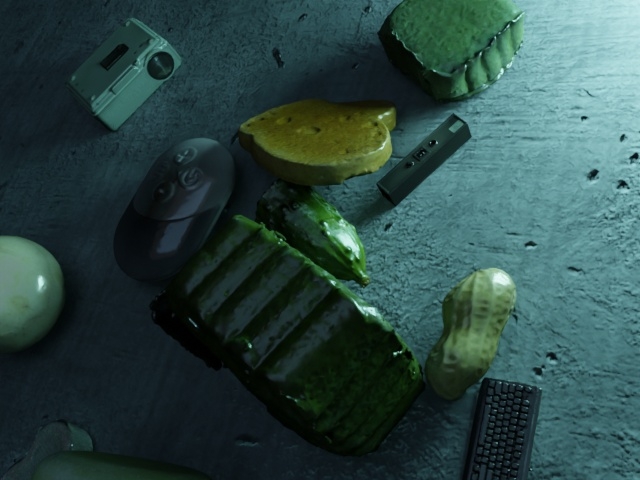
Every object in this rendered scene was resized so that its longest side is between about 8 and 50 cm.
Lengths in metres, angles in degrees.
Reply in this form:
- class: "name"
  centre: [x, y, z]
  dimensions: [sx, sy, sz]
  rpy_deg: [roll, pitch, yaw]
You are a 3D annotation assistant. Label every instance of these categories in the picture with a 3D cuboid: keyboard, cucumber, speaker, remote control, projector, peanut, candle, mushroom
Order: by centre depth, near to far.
- class: "keyboard"
  centre: [0.249, 0.308, 0.896]
  dimensions: [0.094, 0.025, 0.230]
  rpy_deg: [4, 65, 30]
- class: "peanut"
  centre: [0.223, 0.136, 0.960]
  dimensions: [0.099, 0.090, 0.214]
  rpy_deg: [28, 73, -10]
- class: "cucumber"
  centre: [-0.001, -0.002, 1.132]
  dimensions: [0.134, 0.134, 0.244]
  rpy_deg: [-46, 63, -4]
- class: "candle"
  centre: [-0.480, 0.429, 1.144]
  dimensions: [0.168, 0.068, 0.192]
  rpy_deg: [35, 83, 38]
- class: "speaker"
  centre: [0.187, -0.146, 1.163]
  dimensions: [0.191, 0.046, 0.040]
  rpy_deg: [-42, 55, -1]
- class: "remote control"
  centre: [-0.297, -0.068, 1.312]
  dimensions: [0.221, 0.103, 0.332]
  rpy_deg: [14, 72, 33]
- class: "mushroom"
  centre: [-0.658, 0.114, 1.336]
  dimensions: [0.246, 0.202, 0.246]
  rpy_deg: [7, 70, -19]
- class: "projector"
  centre: [-0.495, -0.420, 1.603]
  dimensions: [0.256, 0.099, 0.192]
  rpy_deg: [-46, 55, -4]

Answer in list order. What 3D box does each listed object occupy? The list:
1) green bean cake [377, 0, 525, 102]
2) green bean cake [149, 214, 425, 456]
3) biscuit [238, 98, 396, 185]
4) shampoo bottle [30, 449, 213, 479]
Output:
- class: "green bean cake"
  centre: [0.247, -0.383, 1.220]
  dimensions: [0.222, 0.125, 0.227]
  rpy_deg: [-40, 56, -3]
- class: "green bean cake"
  centre: [-0.041, 0.154, 0.927]
  dimensions: [0.319, 0.335, 0.218]
  rpy_deg: [33, 79, 39]
- class: "biscuit"
  centre: [0.013, -0.195, 1.211]
  dimensions: [0.287, 0.057, 0.344]
  rpy_deg: [-26, 35, -23]
- class: "shampoo bottle"
  centre: [-0.294, 0.463, 0.882]
  dimensions: [0.322, 0.322, 0.317]
  rpy_deg: [2, 69, 26]
